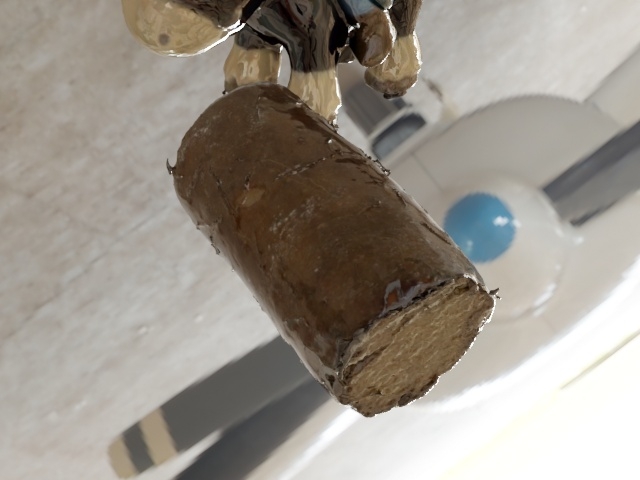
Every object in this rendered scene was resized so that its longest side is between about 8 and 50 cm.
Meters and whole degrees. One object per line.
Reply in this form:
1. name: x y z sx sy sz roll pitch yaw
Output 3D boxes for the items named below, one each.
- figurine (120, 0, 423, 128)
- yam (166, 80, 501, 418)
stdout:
1. figurine: 0.013 -0.272 0.829 0.306 0.241 0.411 13 113 -37
2. yam: 0.000 0.001 0.490 0.079 0.141 0.079 -24 140 -22
